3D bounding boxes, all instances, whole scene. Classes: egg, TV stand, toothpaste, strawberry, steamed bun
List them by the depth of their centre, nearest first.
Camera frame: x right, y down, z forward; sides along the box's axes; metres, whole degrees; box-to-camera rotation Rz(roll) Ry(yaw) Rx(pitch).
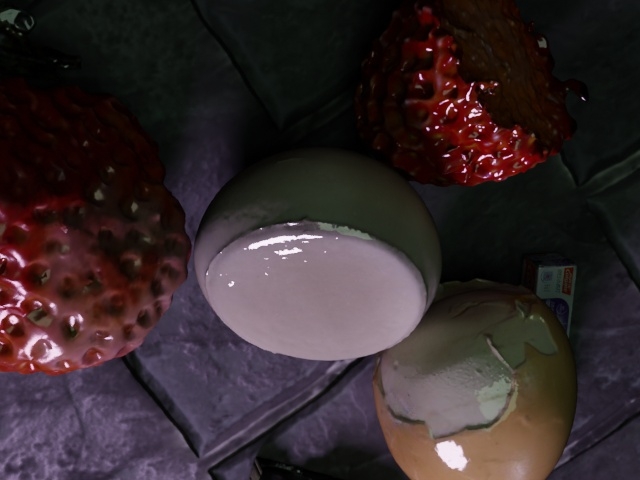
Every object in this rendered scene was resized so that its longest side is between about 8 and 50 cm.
[{"bbox_3d":[-0.241,-0.004,1.326,0.265,0.149,0.336,-47,145,-2],"label":"strawberry"},{"bbox_3d":[0.000,0.000,1.450,0.232,0.145,0.232,4,140,3],"label":"steamed bun"},{"bbox_3d":[0.119,-0.143,1.451,0.178,0.234,0.234,-29,119,30],"label":"strawberry"},{"bbox_3d":[0.156,0.160,1.537,0.201,0.201,0.244,-15,123,-9],"label":"egg"},{"bbox_3d":[0.232,0.110,1.625,0.047,0.040,0.196,-4,111,-18],"label":"toothpaste"},{"bbox_3d":[0.039,0.284,1.639,0.249,0.036,0.042,19,103,-21],"label":"TV stand"}]

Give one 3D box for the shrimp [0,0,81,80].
[{"bbox_3d":[-0.406,-0.110,1.268,0.445,0.085,0.272,-7,107,-29],"label":"shrimp"}]
